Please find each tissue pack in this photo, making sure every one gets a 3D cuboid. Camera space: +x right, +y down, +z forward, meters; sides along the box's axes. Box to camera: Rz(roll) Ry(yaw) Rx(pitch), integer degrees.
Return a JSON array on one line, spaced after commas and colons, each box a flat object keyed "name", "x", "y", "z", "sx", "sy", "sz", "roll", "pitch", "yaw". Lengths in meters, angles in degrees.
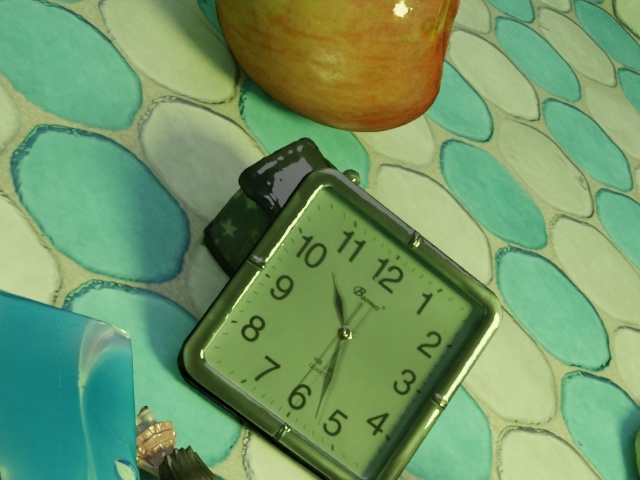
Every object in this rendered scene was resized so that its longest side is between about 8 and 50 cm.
[{"name": "tissue pack", "x": -0.252, "y": 0.181, "z": 1.069, "sx": 0.198, "sy": 0.146, "sz": 0.263, "roll": 22, "pitch": 38, "yaw": -30}]

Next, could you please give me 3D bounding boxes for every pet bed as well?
[{"name": "pet bed", "x": 0.000, "y": 0.000, "z": 1.547, "sx": 0.211, "sy": 0.159, "sz": 0.183, "roll": 51, "pitch": 32, "yaw": 13}]

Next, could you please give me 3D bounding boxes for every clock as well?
[{"name": "clock", "x": 0.023, "y": 0.102, "z": 1.414, "sx": 0.273, "sy": 0.049, "sz": 0.279, "roll": 38, "pitch": 77, "yaw": -10}]

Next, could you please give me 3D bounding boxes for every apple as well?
[{"name": "apple", "x": 0.027, "y": -0.338, "z": 1.798, "sx": 0.364, "sy": 0.364, "sz": 0.364, "roll": 29, "pitch": 35, "yaw": -22}]

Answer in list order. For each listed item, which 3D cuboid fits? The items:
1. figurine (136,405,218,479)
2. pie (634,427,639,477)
[{"name": "figurine", "x": -0.145, "y": 0.214, "z": 1.238, "sx": 0.072, "sy": 0.054, "sz": 0.129, "roll": -15, "pitch": 61, "yaw": -49}, {"name": "pie", "x": 0.554, "y": 0.357, "z": 1.825, "sx": 0.337, "sy": 0.075, "sz": 0.337, "roll": 23, "pitch": 39, "yaw": -20}]
